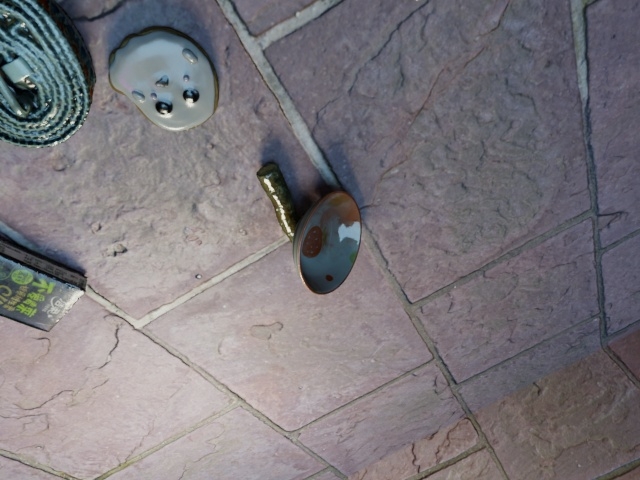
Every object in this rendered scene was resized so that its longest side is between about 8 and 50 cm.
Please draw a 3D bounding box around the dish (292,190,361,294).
[{"bbox_3d":[0.000,0.000,1.154,0.260,0.085,0.261,-23,119,-49],"label":"dish"}]

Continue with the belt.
[{"bbox_3d":[-0.498,-0.301,0.748,0.206,0.161,0.295,-13,130,-8],"label":"belt"}]

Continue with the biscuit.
[{"bbox_3d":[-0.291,-0.303,0.889,0.180,0.049,0.208,-33,128,10],"label":"biscuit"}]

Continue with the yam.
[{"bbox_3d":[-0.086,-0.075,1.129,0.061,0.061,0.253,-23,131,1],"label":"yam"}]

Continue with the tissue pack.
[{"bbox_3d":[-0.693,0.104,1.062,0.173,0.073,0.235,-43,128,17],"label":"tissue pack"}]
